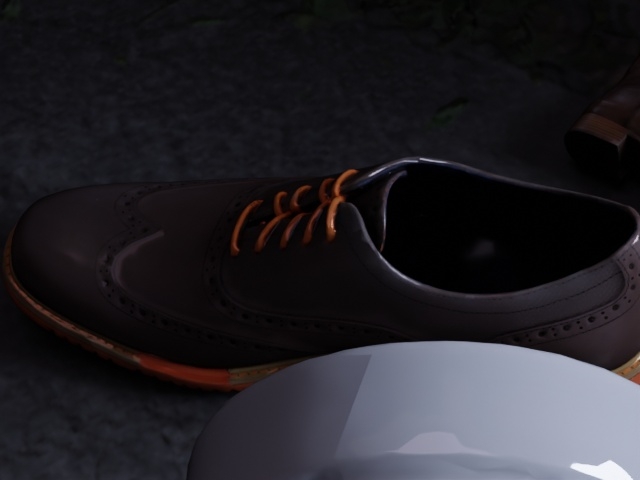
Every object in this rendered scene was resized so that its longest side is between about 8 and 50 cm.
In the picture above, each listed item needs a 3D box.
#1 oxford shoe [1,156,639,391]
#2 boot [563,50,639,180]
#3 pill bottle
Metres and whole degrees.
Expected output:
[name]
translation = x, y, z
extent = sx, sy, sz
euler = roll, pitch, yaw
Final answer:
[oxford shoe]
translation = 0.000, 0.000, 0.748
extent = 0.271, 0.098, 0.097
euler = 4, 55, 11
[boot]
translation = 0.175, -0.061, 0.810
extent = 0.106, 0.037, 0.114
euler = 29, 58, 23
[pill bottle]
translation = 0.033, 0.225, 0.514
extent = 0.210, 0.210, 0.363
euler = -2, 54, 7
